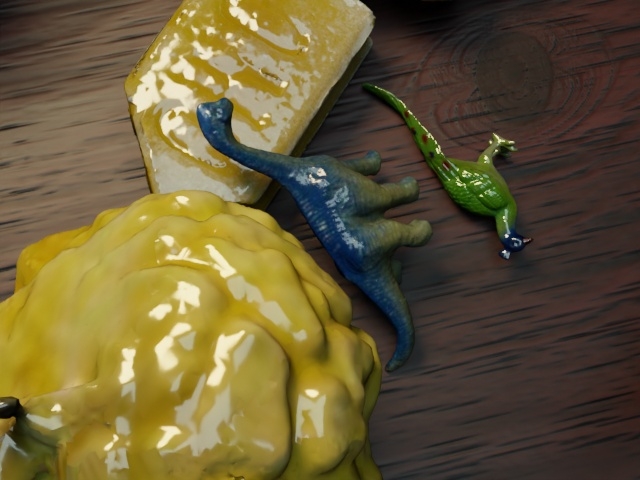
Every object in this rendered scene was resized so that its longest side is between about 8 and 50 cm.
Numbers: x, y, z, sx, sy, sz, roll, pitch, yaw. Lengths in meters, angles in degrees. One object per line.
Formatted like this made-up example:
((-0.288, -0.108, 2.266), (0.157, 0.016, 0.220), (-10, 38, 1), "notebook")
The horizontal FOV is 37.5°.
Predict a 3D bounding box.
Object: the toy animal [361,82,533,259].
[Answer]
((0.131, -0.085, 0.869), (0.075, 0.041, 0.217), (-35, 76, -9), "toy animal")

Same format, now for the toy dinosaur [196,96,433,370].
((0.000, 0.000, 0.784), (0.188, 0.075, 0.248), (-9, 92, -33), "toy dinosaur")

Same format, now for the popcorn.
((-0.097, 0.151, 0.669), (0.349, 0.381, 0.349), (-23, 46, 26), "popcorn")

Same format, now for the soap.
((-0.080, -0.129, 0.846), (0.160, 0.080, 0.257), (30, 76, 4), "soap")
